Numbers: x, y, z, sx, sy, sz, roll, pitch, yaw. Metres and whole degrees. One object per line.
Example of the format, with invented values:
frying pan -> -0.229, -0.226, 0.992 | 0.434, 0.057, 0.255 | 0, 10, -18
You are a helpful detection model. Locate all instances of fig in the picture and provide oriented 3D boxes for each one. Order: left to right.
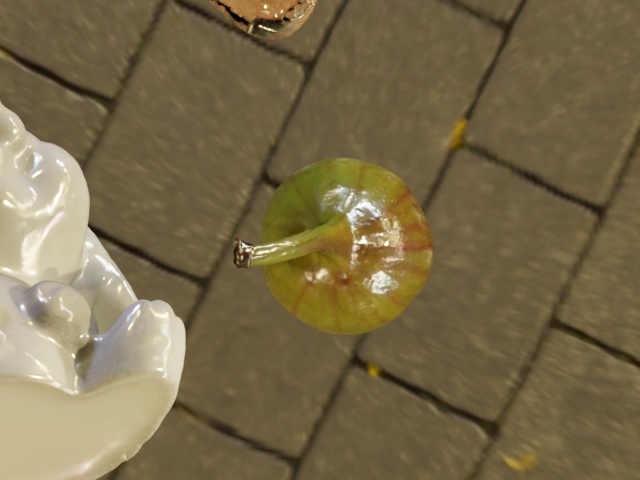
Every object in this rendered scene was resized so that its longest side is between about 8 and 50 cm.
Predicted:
fig -> 0.000, 0.000, 1.158 | 0.124, 0.236, 0.124 | -1, 87, 17

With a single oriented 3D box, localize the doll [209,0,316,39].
doll -> -0.075, -0.266, 1.065 | 0.201, 0.156, 0.303 | -40, 86, 31

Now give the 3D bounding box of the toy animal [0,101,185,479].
toy animal -> -0.233, 0.027, 1.111 | 0.271, 0.206, 0.265 | 3, 45, -29
